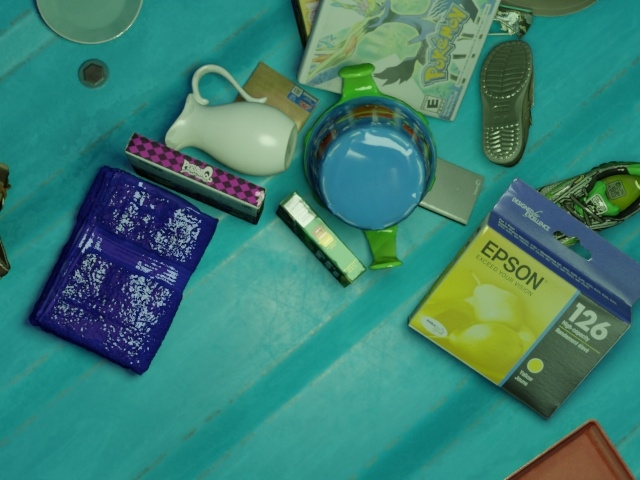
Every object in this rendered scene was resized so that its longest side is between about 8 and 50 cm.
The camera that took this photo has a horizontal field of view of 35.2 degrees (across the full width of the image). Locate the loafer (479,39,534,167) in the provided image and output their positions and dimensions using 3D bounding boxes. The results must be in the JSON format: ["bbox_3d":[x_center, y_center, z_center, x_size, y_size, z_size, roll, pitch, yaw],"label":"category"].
[{"bbox_3d":[0.334,-0.241,1.809,0.094,0.087,0.251,4,71,21],"label":"loafer"}]

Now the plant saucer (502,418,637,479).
[{"bbox_3d":[0.436,0.483,1.747,0.259,0.048,0.258,-33,87,-7],"label":"plant saucer"}]

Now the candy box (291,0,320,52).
[{"bbox_3d":[-0.024,-0.437,1.780,0.053,0.109,0.186,-14,86,-6],"label":"candy box"}]

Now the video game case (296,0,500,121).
[{"bbox_3d":[0.147,-0.386,1.711,0.300,0.036,0.329,11,116,-17],"label":"video game case"}]

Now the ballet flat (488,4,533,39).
[{"bbox_3d":[0.287,-0.408,1.821,0.188,0.070,0.070,18,82,11],"label":"ballet flat"}]

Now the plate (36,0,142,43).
[{"bbox_3d":[-0.409,-0.438,1.792,0.188,0.024,0.188,1,84,-5],"label":"plate"}]

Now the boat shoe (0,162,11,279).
[{"bbox_3d":[-0.583,-0.098,1.695,0.123,0.123,0.342,-25,80,-6],"label":"boat shoe"}]

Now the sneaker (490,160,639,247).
[{"bbox_3d":[0.430,-0.056,1.756,0.343,0.146,0.134,-28,87,-5],"label":"sneaker"}]

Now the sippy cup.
[{"bbox_3d":[0.084,-0.118,1.664,0.240,0.224,0.305,-43,99,11],"label":"sippy cup"}]

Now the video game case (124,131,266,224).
[{"bbox_3d":[-0.203,-0.098,1.677,0.232,0.210,0.042,23,82,-1],"label":"video game case"}]

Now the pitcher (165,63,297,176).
[{"bbox_3d":[-0.143,-0.208,1.743,0.207,0.125,0.177,14,81,8],"label":"pitcher"}]

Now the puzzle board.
[{"bbox_3d":[-0.079,-0.246,1.804,0.128,0.011,0.096,33,81,-1],"label":"puzzle board"}]

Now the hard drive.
[{"bbox_3d":[0.216,-0.095,1.805,0.135,0.022,0.094,23,82,-2],"label":"hard drive"}]

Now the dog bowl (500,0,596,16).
[{"bbox_3d":[0.356,-0.545,1.718,0.349,0.349,0.102,32,67,-1],"label":"dog bowl"}]

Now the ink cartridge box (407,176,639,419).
[{"bbox_3d":[0.359,0.104,1.706,0.303,0.072,0.307,34,108,-4],"label":"ink cartridge box"}]

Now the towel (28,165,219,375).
[{"bbox_3d":[-0.336,0.048,1.718,0.228,0.076,0.308,24,82,-1],"label":"towel"}]

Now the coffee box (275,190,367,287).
[{"bbox_3d":[0.000,0.000,1.732,0.040,0.113,0.184,-43,90,-9],"label":"coffee box"}]
